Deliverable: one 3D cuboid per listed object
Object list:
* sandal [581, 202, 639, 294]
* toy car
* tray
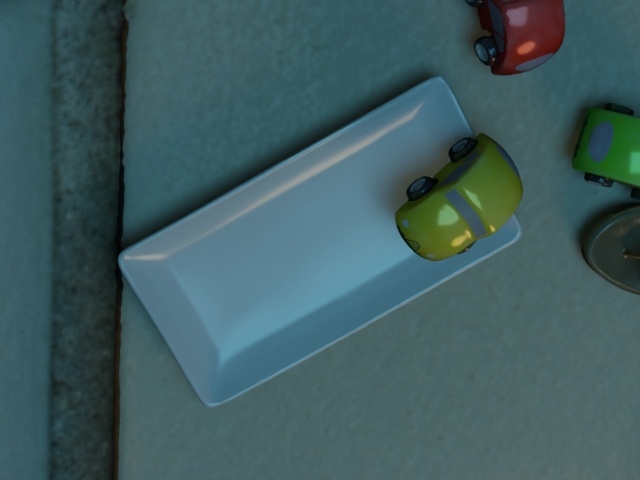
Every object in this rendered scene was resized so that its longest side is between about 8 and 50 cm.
[{"bbox_3d":[0.281,0.031,1.457,0.180,0.049,0.072,32,100,-19],"label":"sandal"},{"bbox_3d":[0.183,-0.080,1.381,0.225,0.053,0.239,16,91,-23],"label":"toy car"},{"bbox_3d":[0.000,0.000,1.403,0.270,0.030,0.145,-29,112,0],"label":"tray"}]
